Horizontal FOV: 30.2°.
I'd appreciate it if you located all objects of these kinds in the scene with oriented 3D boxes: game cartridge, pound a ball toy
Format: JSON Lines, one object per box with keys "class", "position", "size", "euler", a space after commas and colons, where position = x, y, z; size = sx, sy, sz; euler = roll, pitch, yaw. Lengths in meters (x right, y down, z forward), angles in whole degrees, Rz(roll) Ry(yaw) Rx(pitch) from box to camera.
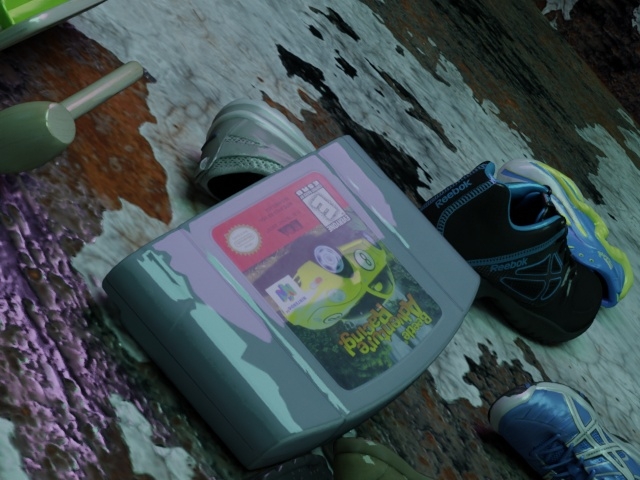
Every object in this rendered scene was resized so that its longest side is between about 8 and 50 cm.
{"class": "game cartridge", "position": [-0.001, 0.041, 0.905], "size": [0.196, 0.060, 0.294], "euler": [51, 43, 5]}
{"class": "pound a ball toy", "position": [-0.240, -0.183, 0.941], "size": [0.208, 0.136, 0.319], "euler": [66, 19, -15]}

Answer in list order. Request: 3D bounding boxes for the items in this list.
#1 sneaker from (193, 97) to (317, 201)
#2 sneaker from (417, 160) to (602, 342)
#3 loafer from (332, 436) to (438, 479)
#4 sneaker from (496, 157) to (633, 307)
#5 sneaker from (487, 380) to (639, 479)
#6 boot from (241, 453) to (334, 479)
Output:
{"class": "sneaker", "position": [0.000, 0.000, 1.056], "size": [0.281, 0.105, 0.115], "euler": [36, 40, -5]}
{"class": "sneaker", "position": [0.236, 0.018, 1.317], "size": [0.341, 0.139, 0.125], "euler": [19, 32, -47]}
{"class": "loafer", "position": [0.056, 0.191, 0.861], "size": [0.148, 0.056, 0.050], "euler": [37, 61, -33]}
{"class": "sneaker", "position": [0.322, -0.006, 1.555], "size": [0.240, 0.091, 0.126], "euler": [43, 24, -5]}
{"class": "sneaker", "position": [0.244, 0.202, 1.101], "size": [0.211, 0.080, 0.081], "euler": [32, 23, -23]}
{"class": "boot", "position": [-0.032, 0.244, 0.569], "size": [0.222, 0.118, 0.338], "euler": [61, 19, 4]}
